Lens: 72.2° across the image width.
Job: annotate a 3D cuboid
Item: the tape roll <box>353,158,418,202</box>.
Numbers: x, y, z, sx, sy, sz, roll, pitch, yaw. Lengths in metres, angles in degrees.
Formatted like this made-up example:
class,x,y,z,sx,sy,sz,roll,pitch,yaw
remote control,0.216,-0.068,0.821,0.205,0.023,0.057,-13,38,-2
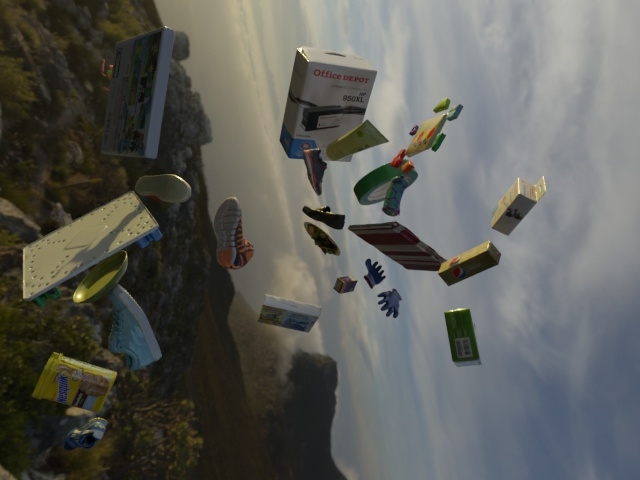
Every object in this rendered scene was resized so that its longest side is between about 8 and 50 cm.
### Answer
class,x,y,z,sx,sy,sz,roll,pitch,yaw
tape roll,0.323,-0.284,2.183,0.321,0.322,0.077,86,-19,-76

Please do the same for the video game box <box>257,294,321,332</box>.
class,x,y,z,sx,sy,sz,roll,pitch,yaw
video game box,-0.116,0.270,1.597,0.187,0.205,0.048,114,-13,-56

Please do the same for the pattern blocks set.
class,x,y,z,sx,sy,sz,roll,pitch,yaw
pattern blocks set,0.356,-0.351,1.485,0.285,0.026,0.325,-58,-167,6

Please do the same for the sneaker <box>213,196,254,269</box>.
class,x,y,z,sx,sy,sz,roll,pitch,yaw
sneaker,-0.385,-0.025,1.986,0.180,0.125,0.320,25,66,-66

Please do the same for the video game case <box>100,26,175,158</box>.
class,x,y,z,sx,sy,sz,roll,pitch,yaw
video game case,-0.508,-0.393,1.203,0.300,0.036,0.328,13,-86,43

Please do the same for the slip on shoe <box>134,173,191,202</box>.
class,x,y,z,sx,sy,sz,roll,pitch,yaw
slip on shoe,-0.662,-0.214,1.886,0.101,0.332,0.122,37,68,-52

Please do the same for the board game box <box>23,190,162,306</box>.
class,x,y,z,sx,sy,sz,roll,pitch,yaw
board game box,-0.717,0.007,1.369,0.390,0.390,0.050,34,-29,51

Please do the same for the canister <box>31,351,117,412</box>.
class,x,y,z,sx,sy,sz,roll,pitch,yaw
canister,-0.652,0.382,1.173,0.126,0.170,0.073,-62,-161,11

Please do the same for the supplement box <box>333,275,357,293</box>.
class,x,y,z,sx,sy,sz,roll,pitch,yaw
supplement box,0.100,0.176,1.753,0.043,0.083,0.054,38,-62,38

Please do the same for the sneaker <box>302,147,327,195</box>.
class,x,y,z,sx,sy,sz,roll,pitch,yaw
sneaker,-0.005,-0.202,1.300,0.061,0.065,0.157,-118,-169,-47

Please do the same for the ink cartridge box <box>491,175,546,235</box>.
class,x,y,z,sx,sy,sz,roll,pitch,yaw
ink cartridge box,0.595,-0.116,1.328,0.181,0.062,0.104,-65,178,41

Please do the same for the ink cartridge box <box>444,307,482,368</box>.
class,x,y,z,sx,sy,sz,roll,pitch,yaw
ink cartridge box,0.553,0.389,1.684,0.255,0.097,0.188,48,34,-57

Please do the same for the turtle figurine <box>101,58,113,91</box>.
class,x,y,z,sx,sy,sz,roll,pitch,yaw
turtle figurine,-0.710,-0.604,1.652,0.087,0.217,0.269,-56,-130,25

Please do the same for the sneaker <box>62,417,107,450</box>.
class,x,y,z,sx,sy,sz,roll,pitch,yaw
sneaker,-0.655,0.547,1.210,0.053,0.144,0.059,48,13,-39

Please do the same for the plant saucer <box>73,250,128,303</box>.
class,x,y,z,sx,sy,sz,roll,pitch,yaw
plant saucer,-0.782,0.138,1.583,0.037,0.241,0.241,53,13,-33

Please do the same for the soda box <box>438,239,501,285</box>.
class,x,y,z,sx,sy,sz,roll,pitch,yaw
soda box,0.452,0.072,1.338,0.058,0.181,0.061,48,42,-7

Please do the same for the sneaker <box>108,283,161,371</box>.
class,x,y,z,sx,sy,sz,roll,pitch,yaw
sneaker,-0.708,0.333,1.598,0.135,0.150,0.365,14,-52,44

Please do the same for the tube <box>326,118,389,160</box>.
class,x,y,z,sx,sy,sz,roll,pitch,yaw
tube,0.102,-0.299,1.336,0.240,0.070,0.062,-9,-93,58

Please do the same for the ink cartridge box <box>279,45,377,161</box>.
class,x,y,z,sx,sy,sz,roll,pitch,yaw
ink cartridge box,0.021,-0.528,1.746,0.166,0.286,0.394,-115,-148,-46

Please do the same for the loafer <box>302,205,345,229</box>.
class,x,y,z,sx,sy,sz,roll,pitch,yaw
loafer,0.017,-0.115,1.911,0.076,0.223,0.078,6,106,-55

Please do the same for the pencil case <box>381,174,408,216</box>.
class,x,y,z,sx,sy,sz,roll,pitch,yaw
pencil case,0.277,-0.164,1.623,0.064,0.070,0.151,74,33,-63

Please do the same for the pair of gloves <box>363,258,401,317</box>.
class,x,y,z,sx,sy,sz,roll,pitch,yaw
pair of gloves,0.195,0.150,1.401,0.198,0.023,0.159,57,26,1

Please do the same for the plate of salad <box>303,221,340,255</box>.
class,x,y,z,sx,sy,sz,roll,pitch,yaw
plate of salad,0.000,0.000,1.821,0.200,0.048,0.199,38,-18,14

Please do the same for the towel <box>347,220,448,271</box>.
class,x,y,z,sx,sy,sz,roll,pitch,yaw
towel,0.282,0.023,1.529,0.237,0.329,0.037,-2,-119,56
